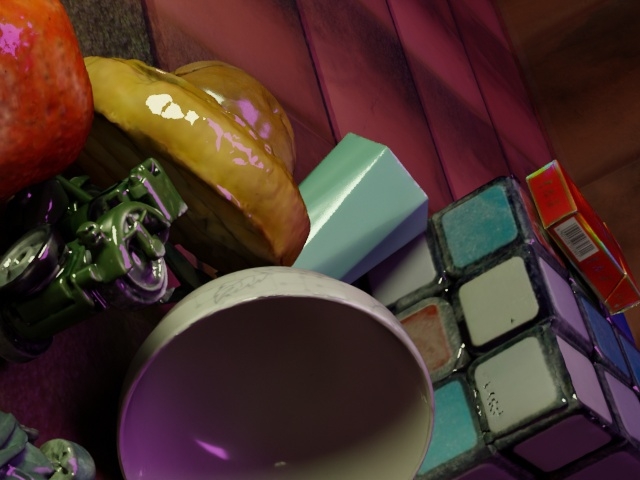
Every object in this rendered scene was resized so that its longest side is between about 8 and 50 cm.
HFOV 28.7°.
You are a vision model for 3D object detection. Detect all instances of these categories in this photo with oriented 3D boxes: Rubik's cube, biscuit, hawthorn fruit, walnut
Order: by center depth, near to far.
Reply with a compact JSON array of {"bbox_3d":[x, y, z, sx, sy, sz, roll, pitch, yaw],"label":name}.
[{"bbox_3d":[-0.290,-0.158,0.992,0.207,0.207,0.243,-87,177,-52],"label":"hawthorn fruit"},{"bbox_3d":[-0.135,-0.071,1.224,0.296,0.296,0.102,47,70,-34],"label":"biscuit"},{"bbox_3d":[-0.114,-0.114,1.461,0.207,0.167,0.167,51,24,-31],"label":"walnut"},{"bbox_3d":[0.206,0.196,1.554,0.362,0.363,0.358,34,34,-44],"label":"Rubik's cube"}]

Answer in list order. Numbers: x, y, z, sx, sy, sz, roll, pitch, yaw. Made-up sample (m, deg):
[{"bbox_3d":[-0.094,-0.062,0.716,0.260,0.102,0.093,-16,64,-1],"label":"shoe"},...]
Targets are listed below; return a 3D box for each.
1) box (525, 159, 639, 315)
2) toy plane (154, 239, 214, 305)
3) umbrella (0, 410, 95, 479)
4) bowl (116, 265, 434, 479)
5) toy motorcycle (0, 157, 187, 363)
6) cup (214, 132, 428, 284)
[{"bbox_3d":[0.324,-0.003,1.530,0.175,0.048,0.112,47,20,-33],"label":"box"},{"bbox_3d":[-0.117,0.088,1.311,0.262,0.088,0.192,49,21,-36],"label":"toy plane"},{"bbox_3d":[-0.290,0.127,0.869,0.349,0.094,0.143,37,26,-51],"label":"umbrella"},{"bbox_3d":[-0.049,0.143,1.174,0.287,0.287,0.144,51,7,-27],"label":"bowl"},{"bbox_3d":[-0.205,-0.004,1.073,0.127,0.205,0.275,53,29,-20],"label":"toy motorcycle"},{"bbox_3d":[0.000,0.000,1.454,0.134,0.236,0.148,39,-23,25],"label":"cup"}]
